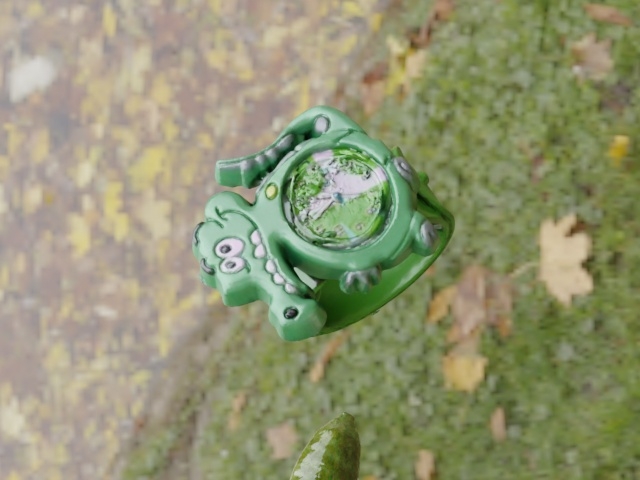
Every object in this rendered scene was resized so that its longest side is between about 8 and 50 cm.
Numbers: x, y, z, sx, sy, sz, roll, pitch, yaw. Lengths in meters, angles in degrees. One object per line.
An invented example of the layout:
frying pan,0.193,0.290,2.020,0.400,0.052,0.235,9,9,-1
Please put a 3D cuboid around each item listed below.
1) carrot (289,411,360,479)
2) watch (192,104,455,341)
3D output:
carrot,-0.033,0.289,1.212,0.074,0.074,0.358,-4,60,49
watch,0.000,0.000,1.152,0.165,0.152,0.131,-36,72,-7
